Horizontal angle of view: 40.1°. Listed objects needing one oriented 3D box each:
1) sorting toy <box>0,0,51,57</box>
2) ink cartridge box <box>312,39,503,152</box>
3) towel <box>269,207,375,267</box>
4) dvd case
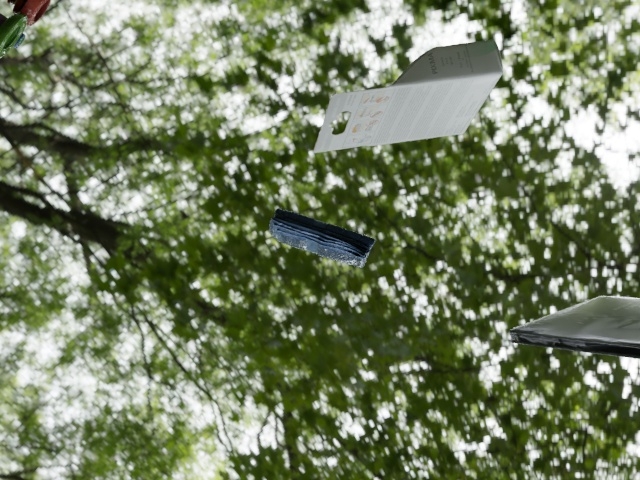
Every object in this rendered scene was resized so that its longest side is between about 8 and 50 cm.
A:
[{"bbox_3d":[-0.311,-0.224,0.874,0.042,0.061,0.102,35,-132,-12],"label":"sorting toy"},{"bbox_3d":[0.106,-0.185,1.154,0.225,0.181,0.056,-7,-107,-11],"label":"ink cartridge box"},{"bbox_3d":[0.000,0.000,1.006,0.120,0.067,0.029,17,-107,2],"label":"towel"},{"bbox_3d":[0.315,0.080,0.819,0.165,0.018,0.221,-12,-171,-39],"label":"dvd case"}]
